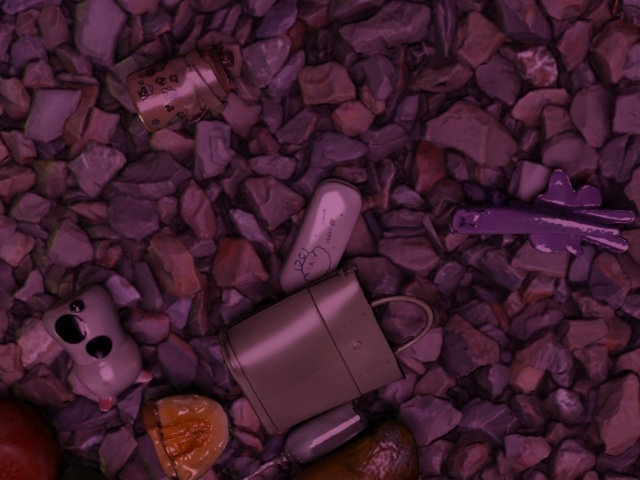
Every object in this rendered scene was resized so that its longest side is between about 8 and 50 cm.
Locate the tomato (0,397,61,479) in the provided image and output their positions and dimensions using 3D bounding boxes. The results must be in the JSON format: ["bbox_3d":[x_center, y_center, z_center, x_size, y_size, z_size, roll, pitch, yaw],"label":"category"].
[{"bbox_3d":[-0.486,0.330,1.929,0.155,0.181,0.214,-31,117,-8],"label":"tomato"}]

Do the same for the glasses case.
[{"bbox_3d":[0.000,0.000,1.856,0.076,0.049,0.197,20,111,-11],"label":"glasses case"}]

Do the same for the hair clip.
[{"bbox_3d":[0.318,-0.042,1.833,0.278,0.090,0.137,4,110,-8],"label":"hair clip"}]

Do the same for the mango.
[{"bbox_3d":[0.040,0.412,1.964,0.193,0.146,0.316,35,98,-32],"label":"mango"}]

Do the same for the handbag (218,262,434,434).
[{"bbox_3d":[0.018,0.152,1.893,0.315,0.109,0.241,-26,125,0],"label":"handbag"}]

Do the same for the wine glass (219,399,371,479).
[{"bbox_3d":[-0.038,0.333,1.973,0.262,0.074,0.074,-32,108,9],"label":"wine glass"}]

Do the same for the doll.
[{"bbox_3d":[-0.339,0.153,1.883,0.110,0.107,0.181,-31,116,-12],"label":"doll"}]

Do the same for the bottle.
[{"bbox_3d":[-0.187,-0.216,1.752,0.152,0.099,0.099,-20,110,3],"label":"bottle"}]

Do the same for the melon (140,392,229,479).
[{"bbox_3d":[-0.210,0.295,1.958,0.128,0.079,0.160,-18,110,-13],"label":"melon"}]
